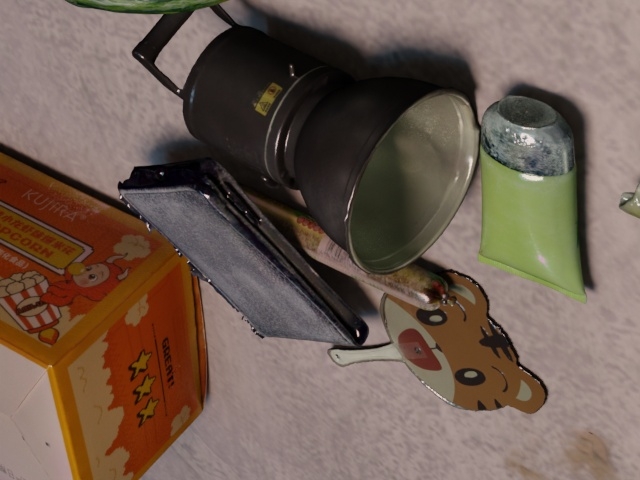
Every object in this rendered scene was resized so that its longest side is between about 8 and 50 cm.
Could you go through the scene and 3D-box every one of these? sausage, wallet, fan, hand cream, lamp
[{"bbox_3d":[0.000,0.000,1.240,0.269,0.033,0.033,25,141,27],"label":"sausage"},{"bbox_3d":[-0.070,0.013,1.282,0.222,0.036,0.167,46,156,-23],"label":"wallet"},{"bbox_3d":[0.086,0.097,1.280,0.227,0.008,0.152,-11,118,49],"label":"fan"},{"bbox_3d":[0.152,-0.029,1.059,0.095,0.046,0.175,21,146,27],"label":"hand cream"},{"bbox_3d":[-0.011,-0.084,1.103,0.227,0.147,0.172,30,167,33],"label":"lamp"}]

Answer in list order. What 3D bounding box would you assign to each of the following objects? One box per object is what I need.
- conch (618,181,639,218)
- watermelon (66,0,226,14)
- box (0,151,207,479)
[{"bbox_3d":[0.275,0.004,0.951,0.180,0.065,0.088,35,145,23],"label":"conch"},{"bbox_3d":[-0.089,-0.273,0.935,0.180,0.224,0.305,57,158,27],"label":"watermelon"},{"bbox_3d":[-0.287,0.091,1.468,0.283,0.214,0.259,24,138,24],"label":"box"}]
